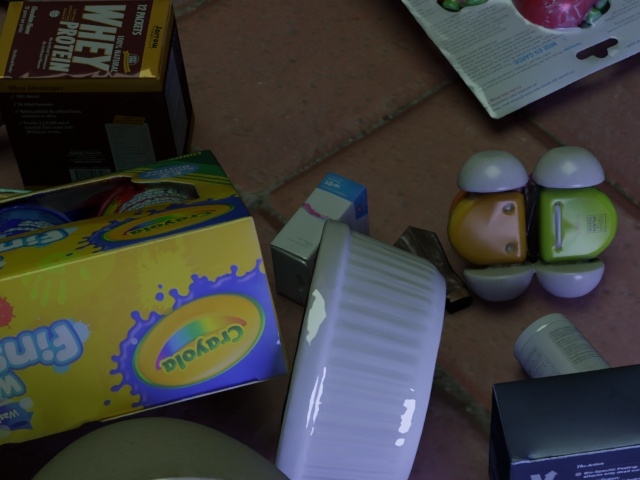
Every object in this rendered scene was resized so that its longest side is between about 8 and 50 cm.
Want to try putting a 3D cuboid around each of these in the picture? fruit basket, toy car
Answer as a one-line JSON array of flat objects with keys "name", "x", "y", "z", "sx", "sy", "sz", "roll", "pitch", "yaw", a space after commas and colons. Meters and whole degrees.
[{"name": "fruit basket", "x": 0.253, "y": -0.333, "z": 1.940, "sx": 0.327, "sy": 0.165, "sz": 0.353, "roll": -27, "pitch": 69, "yaw": -16}, {"name": "toy car", "x": 0.226, "y": -0.025, "z": 1.680, "sx": 0.182, "sy": 0.159, "sz": 0.136, "roll": -3, "pitch": 13, "yaw": 3}]

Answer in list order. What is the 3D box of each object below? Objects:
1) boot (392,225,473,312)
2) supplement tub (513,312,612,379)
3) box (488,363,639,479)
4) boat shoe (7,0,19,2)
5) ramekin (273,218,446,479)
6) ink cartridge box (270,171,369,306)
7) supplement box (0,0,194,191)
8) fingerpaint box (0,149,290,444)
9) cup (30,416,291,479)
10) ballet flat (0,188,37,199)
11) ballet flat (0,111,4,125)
[{"name": "boot", "x": 0.098, "y": 0.037, "z": 1.690, "sx": 0.106, "sy": 0.037, "sz": 0.114, "roll": -12, "pitch": 52, "yaw": -22}, {"name": "supplement tub", "x": 0.253, "y": 0.133, "z": 1.574, "sx": 0.071, "sy": 0.071, "sz": 0.107, "roll": -25, "pitch": 53, "yaw": -15}, {"name": "box", "x": 0.243, "y": 0.204, "z": 1.459, "sx": 0.156, "sy": 0.158, "sz": 0.093, "roll": -7, "pitch": 50, "yaw": -2}, {"name": "boat shoe", "x": -0.443, "y": -0.340, "z": 2.053, "sx": 0.125, "sy": 0.038, "sz": 0.046, "roll": 33, "pitch": 18, "yaw": 22}, {"name": "ramekin", "x": 0.036, "y": 0.125, "z": 1.485, "sx": 0.127, "sy": 0.273, "sz": 0.273, "roll": 12, "pitch": 51, "yaw": 0}, {"name": "ink cartridge box", "x": 0.000, "y": 0.000, "z": 1.695, "sx": 0.052, "sy": 0.088, "sz": 0.122, "roll": 23, "pitch": 56, "yaw": 22}, {"name": "supplement box", "x": -0.257, "y": -0.162, "z": 1.785, "sx": 0.191, "sy": 0.194, "sz": 0.129, "roll": 0, "pitch": 50, "yaw": 5}, {"name": "fingerpaint box", "x": -0.284, "y": 0.059, "z": 1.507, "sx": 0.444, "sy": 0.163, "sz": 0.371, "roll": -14, "pitch": 15, "yaw": -6}, {"name": "cup", "x": -0.144, "y": 0.284, "z": 1.355, "sx": 0.331, "sy": 0.331, "sz": 0.237, "roll": -13, "pitch": 27, "yaw": -6}, {"name": "ballet flat", "x": -0.308, "y": -0.027, "z": 1.769, "sx": 0.232, "sy": 0.080, "sz": 0.073, "roll": -3, "pitch": 78, "yaw": 5}, {"name": "ballet flat", "x": -0.427, "y": -0.131, "z": 1.852, "sx": 0.188, "sy": 0.070, "sz": 0.070, "roll": -28, "pitch": 47, "yaw": 20}]
